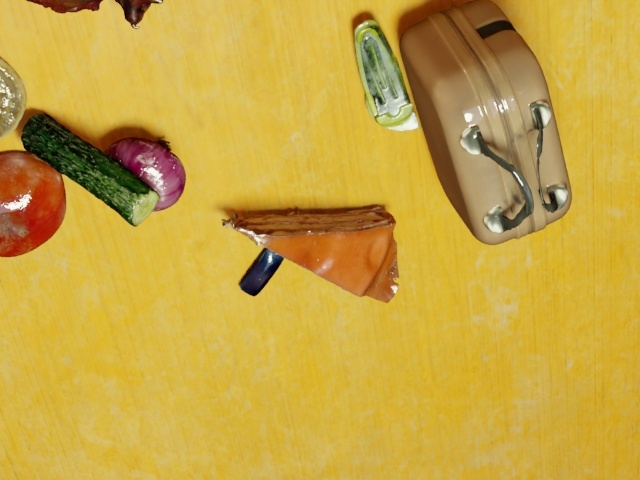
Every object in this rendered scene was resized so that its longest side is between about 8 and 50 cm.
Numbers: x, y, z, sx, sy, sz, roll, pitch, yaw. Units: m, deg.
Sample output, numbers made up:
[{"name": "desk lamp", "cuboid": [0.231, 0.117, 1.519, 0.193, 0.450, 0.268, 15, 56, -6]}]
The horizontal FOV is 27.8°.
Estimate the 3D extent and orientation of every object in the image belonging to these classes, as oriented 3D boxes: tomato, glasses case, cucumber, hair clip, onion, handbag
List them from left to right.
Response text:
[{"name": "tomato", "cuboid": [-0.400, -0.034, 1.663, 0.155, 0.069, 0.155, -9, 127, -12]}, {"name": "cucumber", "cuboid": [-0.288, -0.092, 1.606, 0.187, 0.058, 0.058, 35, 114, 8]}, {"name": "onion", "cuboid": [-0.227, -0.091, 1.670, 0.115, 0.115, 0.104, 51, 54, -37]}, {"name": "glasses case", "cuboid": [-0.084, 0.046, 1.851, 0.033, 0.023, 0.083, 22, 114, -34]}, {"name": "hair clip", "cuboid": [0.080, -0.216, 1.712, 0.060, 0.033, 0.188, -22, 131, 1]}, {"name": "handbag", "cuboid": [0.226, -0.130, 1.663, 0.149, 0.283, 0.302, -20, 128, -1]}]

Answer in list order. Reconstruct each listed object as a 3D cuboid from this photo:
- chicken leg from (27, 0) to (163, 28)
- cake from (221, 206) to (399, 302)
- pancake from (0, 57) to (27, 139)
[{"name": "chicken leg", "cuboid": [-0.363, -0.315, 1.469, 0.407, 0.096, 0.158, -7, 145, -11]}, {"name": "cake", "cuboid": [-0.003, -0.003, 1.797, 0.287, 0.098, 0.135, 16, 110, -33]}, {"name": "pancake", "cuboid": [-0.431, -0.173, 1.584, 0.139, 0.022, 0.139, -9, 125, -12]}]
